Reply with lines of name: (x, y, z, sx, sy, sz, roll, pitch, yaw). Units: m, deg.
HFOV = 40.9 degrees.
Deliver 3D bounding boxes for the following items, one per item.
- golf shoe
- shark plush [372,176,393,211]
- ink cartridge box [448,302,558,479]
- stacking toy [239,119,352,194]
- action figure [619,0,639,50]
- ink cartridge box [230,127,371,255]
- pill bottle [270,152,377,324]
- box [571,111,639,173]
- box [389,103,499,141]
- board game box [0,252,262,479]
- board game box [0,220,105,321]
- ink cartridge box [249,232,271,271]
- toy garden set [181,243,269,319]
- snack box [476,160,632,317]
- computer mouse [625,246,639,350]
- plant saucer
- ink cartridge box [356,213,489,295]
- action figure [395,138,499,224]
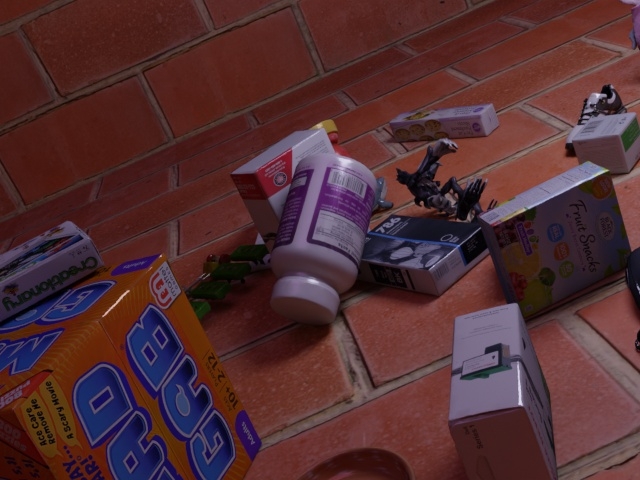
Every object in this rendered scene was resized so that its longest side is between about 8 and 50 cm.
golf shoe: (0.587, -0.268, 1.868, 0.198, 0.094, 0.077, -40, 28, -31)
shark plush: (0.091, -0.095, 1.978, 0.161, 0.067, 0.073, -19, 15, -25)
ink cartridge box: (0.225, 0.206, 1.053, 0.092, 0.160, 0.219, -17, 24, 18)
stacking toy: (-0.037, -0.132, 2.084, 0.279, 0.130, 0.309, -37, -11, -1)
action figure: (0.879, -0.490, 1.870, 0.248, 0.276, 0.370, -25, 7, -20)
ink cartridge box: (-0.035, -0.071, 1.815, 0.197, 0.273, 0.114, -36, 21, -28)
pill bottle: (0.000, 0.000, 1.632, 0.169, 0.169, 0.302, -6, 58, 38)
box: (0.573, -0.190, 1.706, 0.102, 0.087, 0.101, -1, 31, 43)
box: (0.321, -0.309, 2.273, 0.324, 0.067, 0.063, 4, 36, 49)
board game box: (-0.363, 0.283, 1.214, 0.356, 0.356, 0.356, -12, 23, 27)
board game box: (-0.484, 0.073, 1.271, 0.305, 0.053, 0.193, -30, 20, -17)
ink cartridge box: (-0.066, -0.007, 2.025, 0.180, 0.056, 0.225, -13, 43, 25)
toy garden set: (-0.243, 0.103, 1.927, 0.203, 0.049, 0.244, -4, 34, 50)
snack box: (0.374, -0.002, 1.360, 0.207, 0.175, 0.070, -27, 23, -5)
computer mouse: (0.530, 0.052, 1.229, 0.184, 0.060, 0.262, -16, 23, 22)
plant saucer: (0.033, 0.345, 1.099, 0.199, 0.037, 0.200, -20, 22, 8)
ink cartridge box: (0.161, 0.020, 1.684, 0.165, 0.065, 0.332, -37, 24, -28)
action figure: (0.265, -0.113, 1.761, 0.141, 0.164, 0.275, -51, 32, 1)
